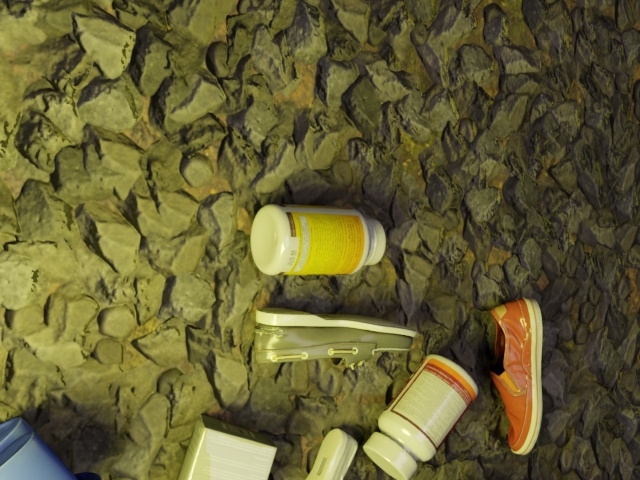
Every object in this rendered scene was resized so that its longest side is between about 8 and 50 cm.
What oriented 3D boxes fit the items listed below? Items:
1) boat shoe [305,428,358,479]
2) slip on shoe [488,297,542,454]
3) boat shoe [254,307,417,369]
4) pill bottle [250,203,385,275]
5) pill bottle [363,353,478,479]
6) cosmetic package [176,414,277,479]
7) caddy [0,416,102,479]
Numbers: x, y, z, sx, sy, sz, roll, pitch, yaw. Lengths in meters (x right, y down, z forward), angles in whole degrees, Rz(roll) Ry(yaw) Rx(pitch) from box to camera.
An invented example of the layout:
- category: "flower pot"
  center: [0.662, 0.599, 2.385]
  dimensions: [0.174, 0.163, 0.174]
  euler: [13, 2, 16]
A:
- category: "boat shoe"
  center: [0.012, 0.428, 1.333]
  dimensions: [0.063, 0.066, 0.184]
  euler: [35, 65, -28]
- category: "slip on shoe"
  center: [0.395, 0.279, 1.543]
  dimensions: [0.102, 0.123, 0.331]
  euler: [-4, 102, 0]
- category: "boat shoe"
  center: [0.027, 0.173, 1.299]
  dimensions: [0.305, 0.109, 0.091]
  euler: [8, 89, -26]
- category: "pill bottle"
  center: [0.000, 0.000, 1.261]
  dimensions: [0.215, 0.117, 0.117]
  euler: [1, 92, -32]
- category: "pill bottle"
  center: [0.185, 0.329, 1.395]
  dimensions: [0.221, 0.121, 0.121]
  euler: [-48, 115, -20]
- category: "cosmetic package"
  center: [-0.167, 0.412, 1.177]
  dimensions: [0.127, 0.107, 0.237]
  euler: [21, 84, -14]
- category: "caddy"
  center: [-0.440, 0.383, 0.941]
  dimensions: [0.341, 0.241, 0.179]
  euler: [-35, 104, -25]
